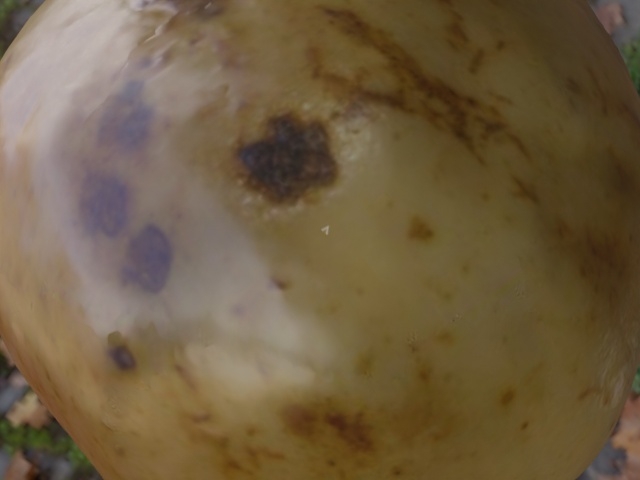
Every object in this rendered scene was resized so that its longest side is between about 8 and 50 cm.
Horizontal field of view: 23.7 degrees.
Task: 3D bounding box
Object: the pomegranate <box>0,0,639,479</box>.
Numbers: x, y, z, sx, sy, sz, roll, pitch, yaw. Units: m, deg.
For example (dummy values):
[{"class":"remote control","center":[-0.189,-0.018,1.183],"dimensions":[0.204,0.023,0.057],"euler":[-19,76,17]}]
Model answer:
[{"class":"pomegranate","center":[0.000,0.000,0.469],"dimensions":[0.215,0.215,0.215],"euler":[-19,50,24]}]
